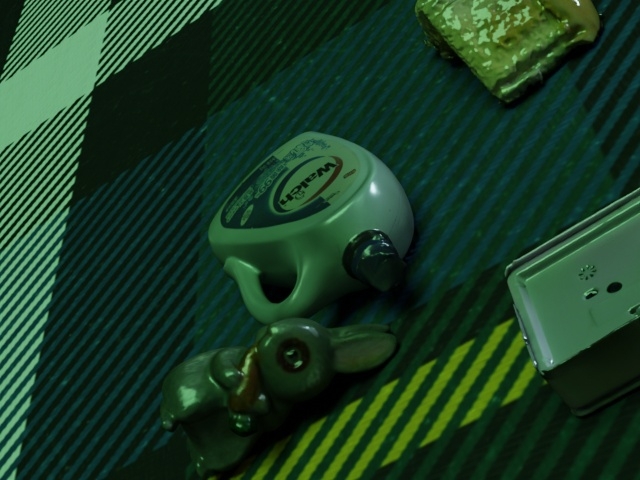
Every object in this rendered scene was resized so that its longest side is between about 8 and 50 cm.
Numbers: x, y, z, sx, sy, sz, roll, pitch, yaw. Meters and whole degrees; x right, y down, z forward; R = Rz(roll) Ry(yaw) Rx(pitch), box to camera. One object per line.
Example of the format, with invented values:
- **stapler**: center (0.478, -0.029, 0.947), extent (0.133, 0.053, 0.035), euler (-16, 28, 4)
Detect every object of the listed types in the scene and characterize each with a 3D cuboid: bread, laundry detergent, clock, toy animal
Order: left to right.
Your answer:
- **toy animal**: center (-0.052, 0.125, 1.259), extent (0.236, 0.108, 0.138), euler (-39, 30, 3)
- **laundry detergent**: center (0.000, 0.000, 1.367), extent (0.215, 0.105, 0.280), euler (-42, 32, -2)
- **bread**: center (0.194, -0.280, 1.474), extent (0.174, 0.133, 0.252), euler (-39, 31, 7)
- **clock**: center (0.259, 0.037, 1.058), extent (0.192, 0.071, 0.147), euler (-32, 32, 15)
